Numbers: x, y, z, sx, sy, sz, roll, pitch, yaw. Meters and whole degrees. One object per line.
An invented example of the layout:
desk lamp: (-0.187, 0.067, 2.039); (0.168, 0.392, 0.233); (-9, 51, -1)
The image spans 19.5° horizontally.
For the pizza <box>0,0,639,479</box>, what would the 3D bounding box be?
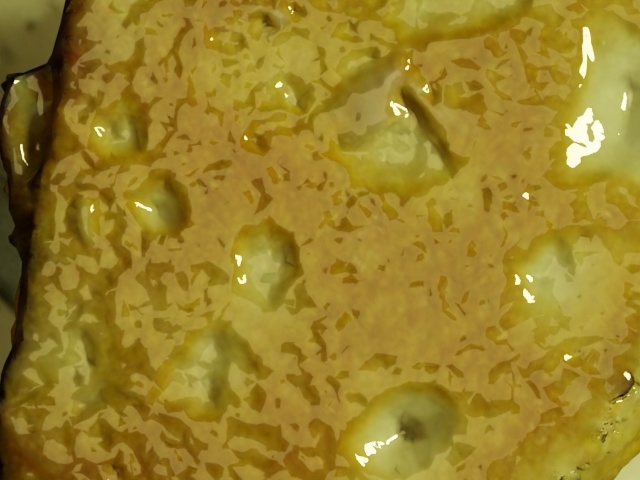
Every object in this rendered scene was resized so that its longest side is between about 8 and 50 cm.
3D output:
pizza: (0.000, 0.000, 0.683); (0.278, 0.114, 0.409); (40, 90, 10)
